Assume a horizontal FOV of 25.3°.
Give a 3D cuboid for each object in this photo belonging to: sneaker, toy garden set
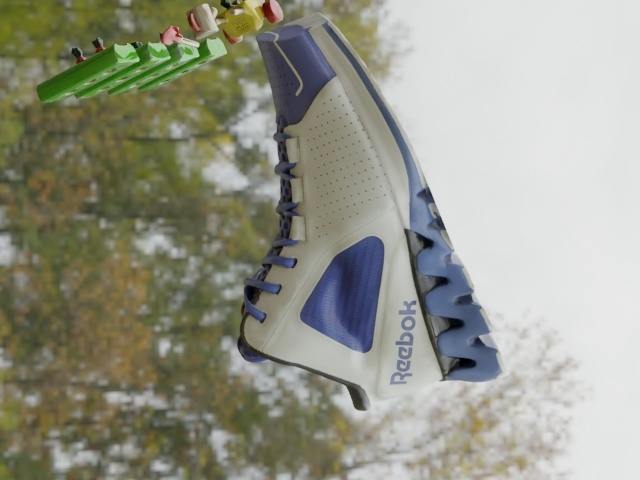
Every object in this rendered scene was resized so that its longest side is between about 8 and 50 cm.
[{"bbox_3d":[0.001,0.001,1.069,0.127,0.182,0.315,-107,172,-80],"label":"sneaker"},{"bbox_3d":[-0.172,-0.222,1.578,0.204,0.244,0.049,-23,-91,25],"label":"toy garden set"}]
